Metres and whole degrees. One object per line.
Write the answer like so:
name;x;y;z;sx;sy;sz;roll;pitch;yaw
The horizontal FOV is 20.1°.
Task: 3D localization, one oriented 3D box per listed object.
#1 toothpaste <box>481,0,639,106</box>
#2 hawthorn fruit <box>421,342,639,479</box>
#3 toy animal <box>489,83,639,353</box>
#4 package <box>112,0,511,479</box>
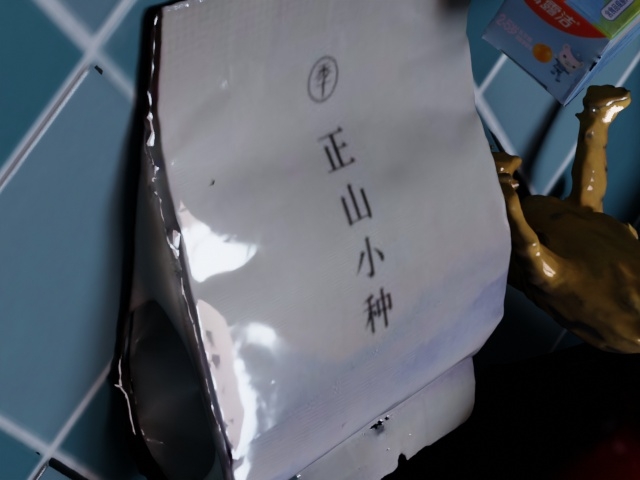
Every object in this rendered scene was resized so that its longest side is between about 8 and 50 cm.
toothpaste;0.136;-0.135;0.833;0.193;0.070;0.044;-41;169;-46
hawthorn fruit;0.170;0.189;0.949;0.316;0.316;0.316;-36;142;-35
toy animal;0.144;0.018;0.865;0.114;0.255;0.116;-16;115;-11
package;0.000;0.000;0.772;0.204;0.062;0.251;-25;122;-44
